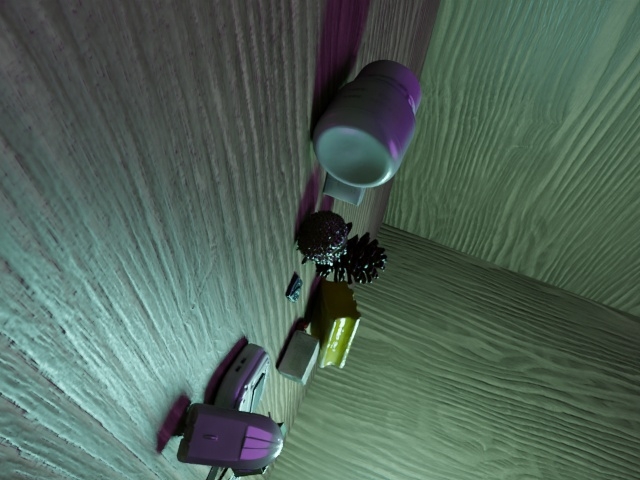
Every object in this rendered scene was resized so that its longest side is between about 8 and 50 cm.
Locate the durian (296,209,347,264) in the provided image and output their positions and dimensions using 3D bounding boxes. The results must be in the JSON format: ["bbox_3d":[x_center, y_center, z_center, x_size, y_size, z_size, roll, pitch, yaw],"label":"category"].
[{"bbox_3d":[0.000,0.000,1.553,0.196,0.166,0.196,-31,136,-35],"label":"durian"}]

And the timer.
[{"bbox_3d":[-0.223,0.436,1.377,0.237,0.086,0.262,-54,161,-56],"label":"timer"}]

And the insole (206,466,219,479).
[{"bbox_3d":[-0.345,0.749,1.584,0.111,0.007,0.328,69,43,-76],"label":"insole"}]

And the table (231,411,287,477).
[{"bbox_3d":[-0.233,0.740,1.797,0.111,0.121,0.240,69,21,-9],"label":"table"}]

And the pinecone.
[{"bbox_3d":[0.113,0.052,1.828,0.246,0.291,0.247,-165,-90,-77],"label":"pinecone"}]

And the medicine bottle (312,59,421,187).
[{"bbox_3d":[0.137,-0.321,1.312,0.241,0.241,0.302,96,18,-54],"label":"medicine bottle"}]

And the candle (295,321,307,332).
[{"bbox_3d":[-0.074,0.381,2.128,0.053,0.048,0.162,-39,170,1],"label":"candle"}]

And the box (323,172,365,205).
[{"bbox_3d":[0.085,-0.197,1.596,0.051,0.129,0.130,-55,162,-53],"label":"box"}]

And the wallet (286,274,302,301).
[{"bbox_3d":[-0.088,0.174,1.717,0.129,0.026,0.089,69,43,-74],"label":"wallet"}]

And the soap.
[{"bbox_3d":[0.060,0.376,2.253,0.294,0.156,0.335,-108,-156,-48],"label":"soap"}]

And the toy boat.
[{"bbox_3d":[-0.219,0.478,1.178,0.269,0.140,0.141,31,79,-45],"label":"toy boat"}]

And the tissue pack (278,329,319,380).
[{"bbox_3d":[-0.088,0.504,2.081,0.225,0.124,0.185,88,24,-68],"label":"tissue pack"}]

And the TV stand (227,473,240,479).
[{"bbox_3d":[-0.320,0.851,1.767,0.040,0.048,0.256,67,28,-15],"label":"TV stand"}]
